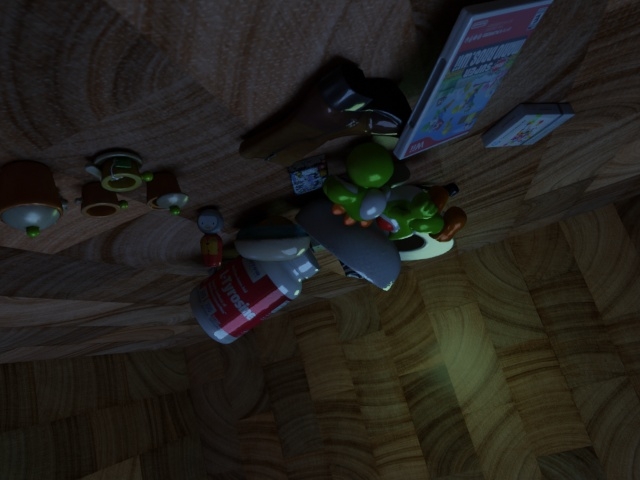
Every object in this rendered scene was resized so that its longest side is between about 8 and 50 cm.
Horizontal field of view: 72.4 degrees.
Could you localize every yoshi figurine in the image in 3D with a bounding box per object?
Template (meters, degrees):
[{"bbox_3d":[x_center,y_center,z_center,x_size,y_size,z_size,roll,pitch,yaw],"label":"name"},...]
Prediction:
[{"bbox_3d":[0.188,-0.125,1.055,0.361,0.203,0.203,12,165,-26],"label":"yoshi figurine"}]

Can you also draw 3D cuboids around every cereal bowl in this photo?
[{"bbox_3d":[0.098,-0.015,1.246,0.141,0.339,0.339,-53,157,6],"label":"cereal bowl"}]

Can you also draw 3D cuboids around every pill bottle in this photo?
[{"bbox_3d":[-0.213,0.145,1.467,0.407,0.229,0.229,-36,162,6],"label":"pill bottle"}]

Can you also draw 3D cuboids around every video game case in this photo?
[{"bbox_3d":[0.253,-0.274,0.759,0.204,0.025,0.285,-25,156,-27],"label":"video game case"}]

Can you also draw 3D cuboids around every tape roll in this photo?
[{"bbox_3d":[0.261,-0.024,1.508,0.391,0.072,0.392,5,159,2],"label":"tape roll"}]

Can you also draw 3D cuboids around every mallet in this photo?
[{"bbox_3d":[0.380,-0.165,1.467,0.189,0.039,0.062,-2,156,-30],"label":"mallet"}]

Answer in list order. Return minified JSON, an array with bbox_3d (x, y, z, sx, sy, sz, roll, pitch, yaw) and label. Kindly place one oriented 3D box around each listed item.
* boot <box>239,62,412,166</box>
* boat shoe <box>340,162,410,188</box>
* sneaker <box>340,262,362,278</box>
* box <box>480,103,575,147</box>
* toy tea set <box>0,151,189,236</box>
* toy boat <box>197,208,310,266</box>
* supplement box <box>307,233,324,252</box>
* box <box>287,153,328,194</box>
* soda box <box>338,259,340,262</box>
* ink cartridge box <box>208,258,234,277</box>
[{"bbox_3d":[0.023,-0.202,0.859,0.280,0.096,0.264,-27,165,40],"label":"boot"},{"bbox_3d":[0.135,-0.146,1.191,0.227,0.079,0.081,-16,161,-14],"label":"boat shoe"},{"bbox_3d":[0.218,0.072,1.892,0.281,0.153,0.099,-15,165,-5],"label":"sneaker"},{"bbox_3d":[0.542,-0.301,1.146,0.186,0.038,0.145,-8,162,-26],"label":"box"},{"bbox_3d":[-0.419,-0.065,0.819,0.335,0.125,0.200,-12,164,-17],"label":"toy tea set"},{"bbox_3d":[-0.184,-0.014,1.204,0.318,0.148,0.267,-4,-178,-40],"label":"toy boat"},{"bbox_3d":[0.000,0.000,1.602,0.083,0.056,0.083,-17,165,4],"label":"supplement box"},{"bbox_3d":[-0.027,-0.159,1.075,0.093,0.027,0.137,-17,164,-1],"label":"box"},{"bbox_3d":[0.148,0.031,1.818,0.168,0.060,0.053,-22,164,-10],"label":"soda box"},{"bbox_3d":[-0.343,0.115,1.645,0.104,0.060,0.180,-5,161,-34],"label":"ink cartridge box"}]
